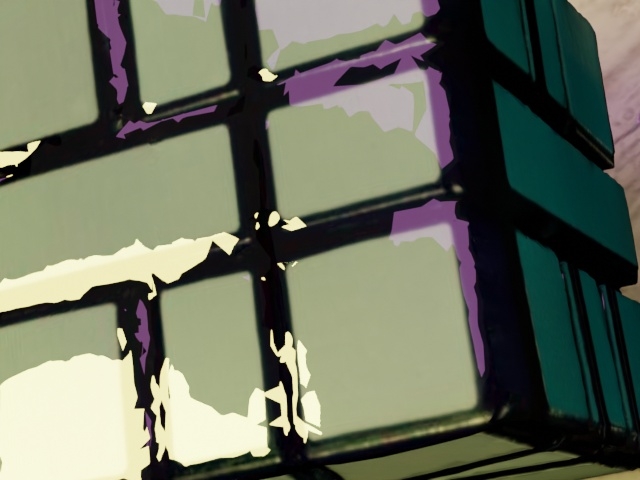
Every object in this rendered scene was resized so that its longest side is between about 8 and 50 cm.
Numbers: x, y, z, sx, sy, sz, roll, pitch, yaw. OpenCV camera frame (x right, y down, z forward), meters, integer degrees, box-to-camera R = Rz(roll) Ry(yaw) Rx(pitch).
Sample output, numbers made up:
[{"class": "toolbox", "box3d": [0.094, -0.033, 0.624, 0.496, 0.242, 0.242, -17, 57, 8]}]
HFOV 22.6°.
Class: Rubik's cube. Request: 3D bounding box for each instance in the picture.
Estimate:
[{"class": "Rubik's cube", "box3d": [0.000, 0.000, 0.854, 0.293, 0.288, 0.283, -16, 72, 20]}]
